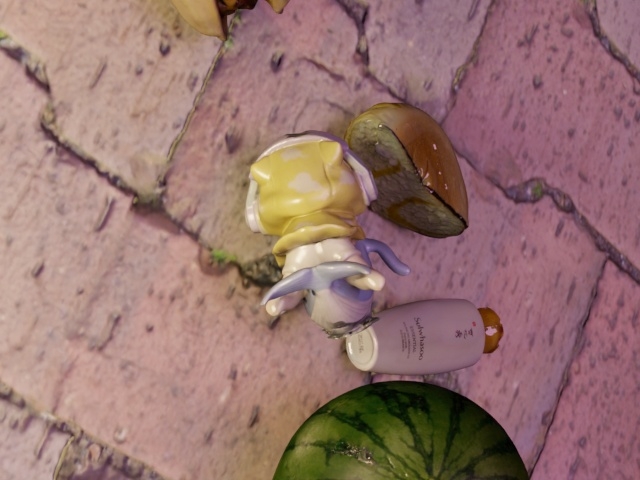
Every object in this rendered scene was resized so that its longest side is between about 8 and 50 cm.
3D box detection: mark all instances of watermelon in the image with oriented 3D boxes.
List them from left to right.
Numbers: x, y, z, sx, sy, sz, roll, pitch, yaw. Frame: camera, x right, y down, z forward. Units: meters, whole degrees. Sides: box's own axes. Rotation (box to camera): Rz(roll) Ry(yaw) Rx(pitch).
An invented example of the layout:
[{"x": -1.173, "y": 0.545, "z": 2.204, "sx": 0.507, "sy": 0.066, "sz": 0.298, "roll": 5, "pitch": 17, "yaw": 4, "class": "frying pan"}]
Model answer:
[{"x": 0.069, "y": 0.241, "z": 1.507, "sx": 0.242, "sy": 0.242, "sz": 0.242, "roll": 3, "pitch": 85, "yaw": -44, "class": "watermelon"}]

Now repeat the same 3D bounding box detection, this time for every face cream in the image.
[{"x": 0.102, "y": 0.093, "z": 1.677, "sx": 0.182, "sy": 0.051, "sz": 0.072, "roll": -3, "pitch": 85, "yaw": -45, "class": "face cream"}]

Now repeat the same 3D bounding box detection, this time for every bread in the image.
[{"x": 0.082, "y": -0.077, "z": 1.647, "sx": 0.157, "sy": 0.083, "sz": 0.094, "roll": 36, "pitch": 61, "yaw": -39, "class": "bread"}]

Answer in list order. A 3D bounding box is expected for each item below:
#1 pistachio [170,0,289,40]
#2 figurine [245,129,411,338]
[{"x": -0.094, "y": -0.273, "z": 1.473, "sx": 0.129, "sy": 0.131, "sz": 0.206, "roll": -20, "pitch": 112, "yaw": 3, "class": "pistachio"}, {"x": 0.000, "y": 0.000, "z": 1.518, "sx": 0.208, "sy": 0.128, "sz": 0.184, "roll": -81, "pitch": 153, "yaw": -74, "class": "figurine"}]
